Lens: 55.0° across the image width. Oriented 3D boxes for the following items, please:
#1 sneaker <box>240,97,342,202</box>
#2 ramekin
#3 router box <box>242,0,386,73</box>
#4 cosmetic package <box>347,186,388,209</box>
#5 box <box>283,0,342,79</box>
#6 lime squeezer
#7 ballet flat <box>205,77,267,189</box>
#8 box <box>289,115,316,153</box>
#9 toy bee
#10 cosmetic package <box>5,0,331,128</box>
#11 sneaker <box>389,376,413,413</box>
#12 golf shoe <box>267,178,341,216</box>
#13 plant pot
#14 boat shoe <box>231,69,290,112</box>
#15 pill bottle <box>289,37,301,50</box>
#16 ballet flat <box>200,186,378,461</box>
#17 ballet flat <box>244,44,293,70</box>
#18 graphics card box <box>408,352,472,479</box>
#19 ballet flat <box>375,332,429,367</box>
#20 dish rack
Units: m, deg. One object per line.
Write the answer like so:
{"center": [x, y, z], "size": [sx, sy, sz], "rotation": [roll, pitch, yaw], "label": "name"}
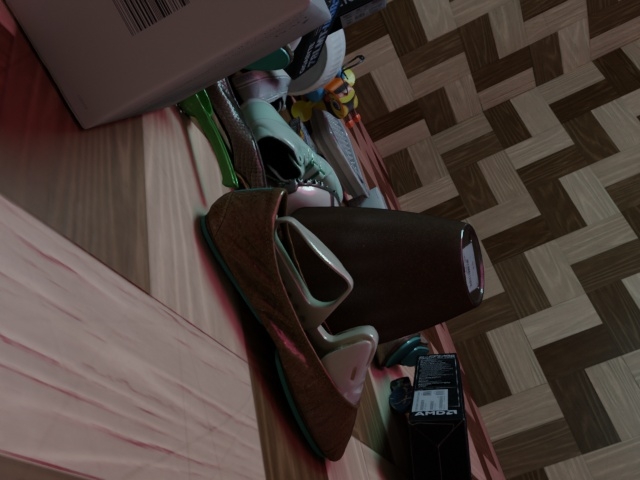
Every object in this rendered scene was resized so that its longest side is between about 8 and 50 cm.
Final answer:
{"center": [-0.042, -0.104, 1.009], "size": [0.256, 0.094, 0.151], "rotation": [45, 16, -35], "label": "sneaker"}
{"center": [-0.056, -0.406, 1.300], "size": [0.207, 0.207, 0.109], "rotation": [61, 22, -19], "label": "ramekin"}
{"center": [-0.061, -0.498, 1.173], "size": [0.081, 0.309, 0.242], "rotation": [-5, 70, -84], "label": "router box"}
{"center": [0.155, -0.029, 1.702], "size": [0.060, 0.099, 0.239], "rotation": [51, 18, -53], "label": "cosmetic package"}
{"center": [-0.094, -0.452, 0.993], "size": [0.293, 0.073, 0.295], "rotation": [45, -22, 2], "label": "box"}
{"center": [-0.123, -0.218, 0.777], "size": [0.059, 0.110, 0.310], "rotation": [34, 63, -52], "label": "lime squeezer"}
{"center": [-0.135, -0.168, 0.859], "size": [0.249, 0.058, 0.084], "rotation": [70, -14, -8], "label": "ballet flat"}
{"center": [-0.039, -0.217, 1.406], "size": [0.137, 0.027, 0.094], "rotation": [-93, 157, -60], "label": "box"}
{"center": [0.019, -0.347, 1.500], "size": [0.162, 0.195, 0.298], "rotation": [61, -2, -27], "label": "toy bee"}
{"center": [-0.123, -0.225, 0.589], "size": [0.138, 0.224, 0.224], "rotation": [62, 13, -14], "label": "cosmetic package"}
{"center": [0.171, 0.318, 1.219], "size": [0.135, 0.052, 0.058], "rotation": [-41, 110, -77], "label": "sneaker"}
{"center": [0.000, 0.000, 0.987], "size": [0.273, 0.105, 0.120], "rotation": [48, 28, -53], "label": "golf shoe"}
{"center": [0.092, 0.045, 0.825], "size": [0.215, 0.231, 0.215], "rotation": [23, 63, -58], "label": "plant pot"}
{"center": [-0.104, -0.275, 1.153], "size": [0.227, 0.079, 0.081], "rotation": [-50, 124, -71], "label": "boat shoe"}
{"center": [-0.128, -0.351, 0.920], "size": [0.229, 0.131, 0.131], "rotation": [46, -7, 48], "label": "pill bottle"}
{"center": [-0.010, 0.090, 0.705], "size": [0.342, 0.124, 0.116], "rotation": [65, 12, -5], "label": "ballet flat"}
{"center": [-0.123, -0.249, 0.738], "size": [0.070, 0.189, 0.070], "rotation": [-172, -90, -88], "label": "ballet flat"}
{"center": [0.217, 0.360, 1.093], "size": [0.371, 0.094, 0.232], "rotation": [-31, 115, -79], "label": "graphics card box"}
{"center": [0.154, 0.209, 1.294], "size": [0.106, 0.107, 0.316], "rotation": [49, 0, 21], "label": "ballet flat"}
{"center": [0.029, -0.284, 1.723], "size": [0.285, 0.072, 0.332], "rotation": [53, 18, -43], "label": "dish rack"}
